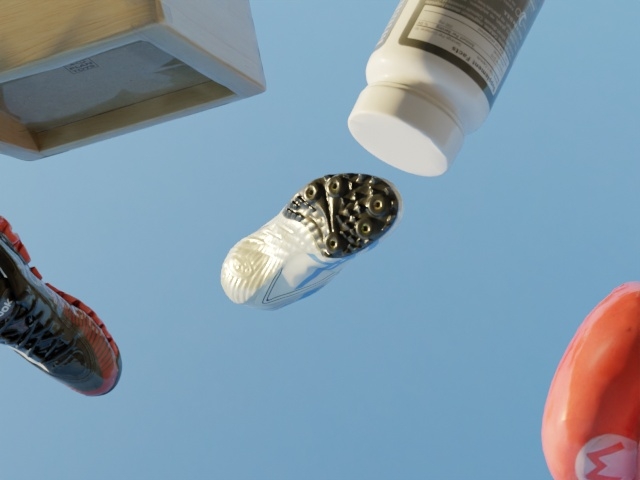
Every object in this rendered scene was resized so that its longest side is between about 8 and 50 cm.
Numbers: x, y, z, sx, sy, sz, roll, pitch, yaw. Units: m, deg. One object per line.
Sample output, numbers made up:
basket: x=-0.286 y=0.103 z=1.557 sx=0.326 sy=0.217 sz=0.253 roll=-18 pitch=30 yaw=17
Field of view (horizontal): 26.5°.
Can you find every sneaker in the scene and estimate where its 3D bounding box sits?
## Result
sneaker: x=-0.333 y=0.084 z=1.523 sx=0.276 sy=0.097 sz=0.135 roll=49 pitch=-168 yaw=-15
sneaker: x=0.000 y=0.000 z=1.265 sx=0.086 sy=0.237 sz=0.085 roll=0 pitch=-111 yaw=-41

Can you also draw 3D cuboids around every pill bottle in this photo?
pill bottle: x=0.154 y=-0.230 z=1.660 sx=0.161 sy=0.161 sz=0.283 roll=23 pitch=-109 yaw=13

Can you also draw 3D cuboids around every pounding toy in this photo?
pounding toy: x=-0.102 y=-0.095 z=0.531 sx=0.130 sy=0.141 sz=0.100 roll=-15 pitch=-99 yaw=15

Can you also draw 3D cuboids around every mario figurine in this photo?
mario figurine: x=0.270 y=0.092 z=0.683 sx=0.320 sy=0.170 sz=0.198 roll=-5 pitch=-109 yaw=-10
